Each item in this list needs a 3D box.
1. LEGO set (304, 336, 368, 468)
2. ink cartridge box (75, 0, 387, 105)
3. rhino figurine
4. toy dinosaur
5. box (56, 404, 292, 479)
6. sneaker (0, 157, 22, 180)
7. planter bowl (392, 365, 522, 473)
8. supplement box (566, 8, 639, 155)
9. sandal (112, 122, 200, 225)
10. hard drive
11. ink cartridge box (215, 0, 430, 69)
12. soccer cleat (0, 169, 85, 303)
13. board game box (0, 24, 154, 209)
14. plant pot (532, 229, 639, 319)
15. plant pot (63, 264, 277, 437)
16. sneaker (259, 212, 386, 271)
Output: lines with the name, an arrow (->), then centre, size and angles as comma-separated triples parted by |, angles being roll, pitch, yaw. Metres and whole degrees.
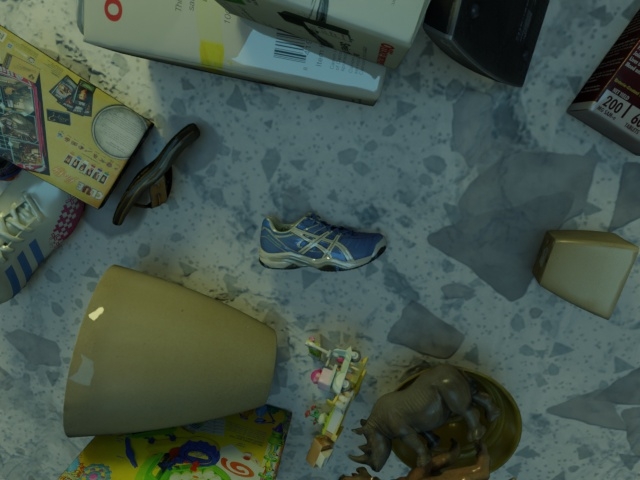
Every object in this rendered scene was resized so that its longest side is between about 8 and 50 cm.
LEGO set -> 0.003, 0.265, 0.729 | 0.107, 0.132, 0.287 | 24, 131, 17
ink cartridge box -> -0.082, -0.355, 0.540 | 0.383, 0.160, 0.280 | 12, 106, 2
rhino figurine -> 0.138, 0.275, 0.635 | 0.243, 0.073, 0.106 | -37, 79, 18
toy dinosaur -> 0.158, 0.386, 0.591 | 0.200, 0.296, 0.127 | -16, 75, -25
box -> -0.226, 0.406, 0.700 | 0.289, 0.279, 0.177 | 16, 106, 3
sneaker -> -0.482, -0.168, 0.674 | 0.221, 0.087, 0.083 | -39, 98, 13
planter bowl -> 0.216, 0.287, 0.713 | 0.216, 0.090, 0.218 | 3, 107, 8
supplement box -> 0.469, -0.246, 0.552 | 0.130, 0.073, 0.240 | 30, 105, -2
sandal -> -0.263, -0.097, 0.683 | 0.219, 0.090, 0.060 | -44, 118, 8
hard drive -> 0.209, -0.287, 0.497 | 0.054, 0.254, 0.172 | 23, 110, 36
ink cartridge box -> -0.001, -0.245, 0.399 | 0.208, 0.153, 0.087 | 19, 106, 1
soccer cleat -> -0.513, -0.002, 0.694 | 0.116, 0.143, 0.331 | 39, 105, -4
board game box -> -0.407, -0.180, 0.632 | 0.243, 0.042, 0.165 | 33, 91, -20
plant pot -> 0.383, 0.037, 0.626 | 0.096, 0.109, 0.109 | 16, 107, 16
plant pot -> -0.218, 0.189, 0.680 | 0.273, 0.256, 0.257 | 11, 107, -15
sneaker -> 0.000, 0.000, 0.668 | 0.210, 0.080, 0.082 | -2, 108, 6
